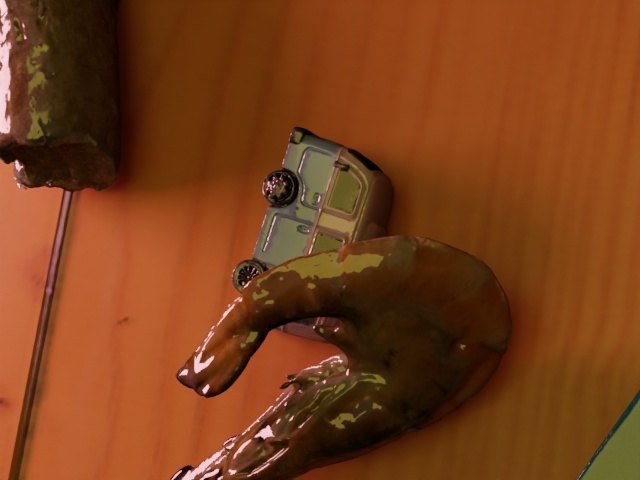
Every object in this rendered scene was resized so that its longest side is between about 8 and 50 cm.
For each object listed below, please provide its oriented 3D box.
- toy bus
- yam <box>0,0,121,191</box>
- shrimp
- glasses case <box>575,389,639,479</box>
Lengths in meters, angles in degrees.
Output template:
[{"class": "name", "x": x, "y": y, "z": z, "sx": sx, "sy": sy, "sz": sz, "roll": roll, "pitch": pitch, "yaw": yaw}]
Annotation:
[{"class": "toy bus", "x": 0.000, "y": 0.000, "z": 1.000, "sx": 0.075, "sy": 0.060, "sz": 0.123, "roll": 18, "pitch": 88, "yaw": 19}, {"class": "yam", "x": -0.179, "y": -0.163, "z": 1.087, "sx": 0.093, "sy": 0.093, "sz": 0.259, "roll": -10, "pitch": 76, "yaw": 20}, {"class": "shrimp", "x": -0.012, "y": 0.079, "z": 0.948, "sx": 0.254, "sy": 0.145, "sz": 0.059, "roll": -25, "pitch": 36, "yaw": 17}, {"class": "glasses case", "x": 0.145, "y": 0.220, "z": 0.894, "sx": 0.117, "sy": 0.070, "sz": 0.301, "roll": 36, "pitch": 92, "yaw": 12}]
